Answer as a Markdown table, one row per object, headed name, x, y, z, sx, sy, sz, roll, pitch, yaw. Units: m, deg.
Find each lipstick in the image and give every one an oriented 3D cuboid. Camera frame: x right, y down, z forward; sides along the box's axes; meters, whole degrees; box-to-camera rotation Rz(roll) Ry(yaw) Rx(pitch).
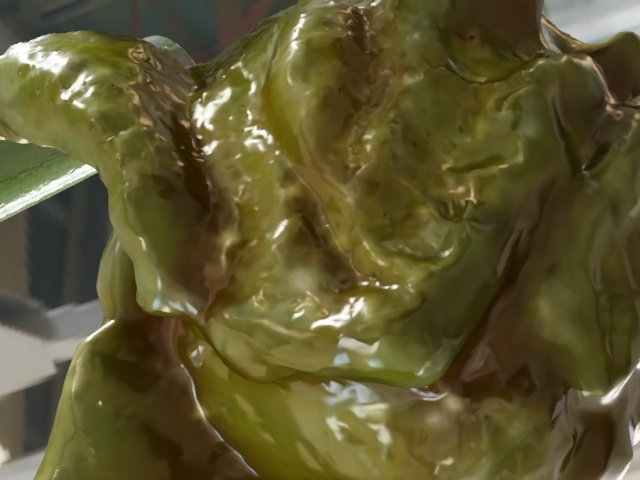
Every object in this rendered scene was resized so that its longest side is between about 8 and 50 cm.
| name | x | y | z | sx | sy | sz | roll | pitch | yaw |
| --- | --- | --- | --- | --- | --- | --- | --- | --- | --- |
| lipstick | -0.203 | -0.053 | 1.077 | 0.304 | 0.076 | 0.076 | -33 | -75 | -42 |

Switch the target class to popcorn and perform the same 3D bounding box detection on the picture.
| name | x | y | z | sx | sy | sz | roll | pitch | yaw |
| --- | --- | --- | --- | --- | --- | --- | --- | --- | --- |
| popcorn | -0.002 | 0.003 | 0.730 | 0.326 | 0.290 | 0.321 | 44 | -137 | -2 |
